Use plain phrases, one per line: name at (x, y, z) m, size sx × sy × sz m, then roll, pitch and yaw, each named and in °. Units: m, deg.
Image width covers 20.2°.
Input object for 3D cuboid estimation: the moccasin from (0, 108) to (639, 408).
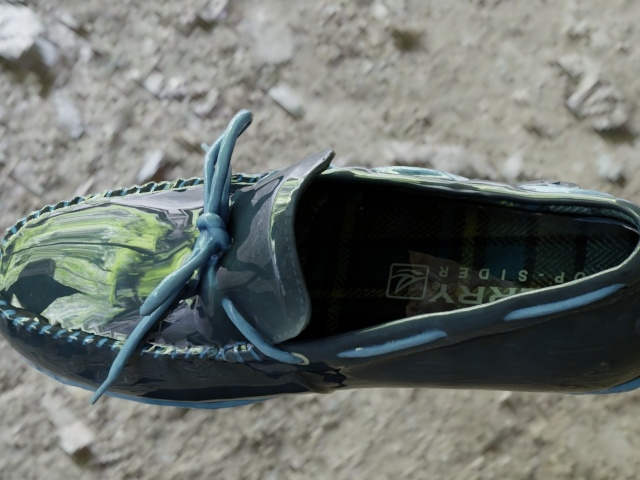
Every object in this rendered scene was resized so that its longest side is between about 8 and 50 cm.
moccasin at (0.000, 0.000, 0.833) m, size 0.342 × 0.117 × 0.137 m, roll -4°, pitch 64°, yaw 13°
